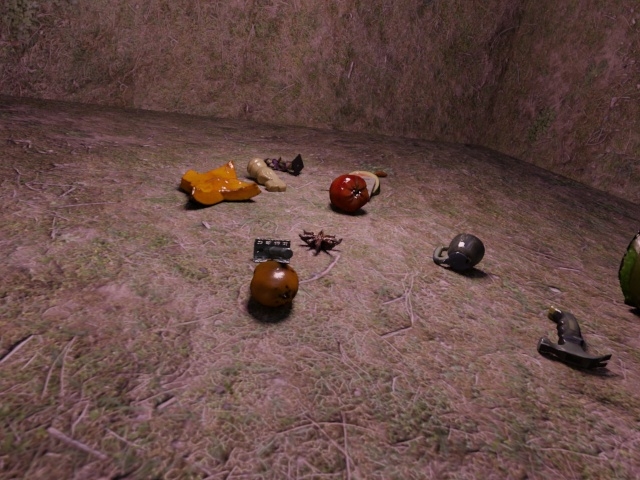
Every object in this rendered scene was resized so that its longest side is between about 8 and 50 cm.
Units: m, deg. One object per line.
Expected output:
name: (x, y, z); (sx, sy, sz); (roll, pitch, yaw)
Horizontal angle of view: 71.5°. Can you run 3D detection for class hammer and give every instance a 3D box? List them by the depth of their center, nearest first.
hammer: (0.627, 0.238, 1.123); (0.159, 0.041, 0.226); (17, 24, 15)

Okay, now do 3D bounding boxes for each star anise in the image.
star anise: (0.001, 0.001, 1.406); (0.141, 0.042, 0.141); (6, 22, -2)

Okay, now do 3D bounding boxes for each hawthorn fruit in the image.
hawthorn fruit: (0.097, -0.191, 1.788); (0.163, 0.162, 0.203); (-1, 7, -25)

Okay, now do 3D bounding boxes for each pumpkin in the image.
pumpkin: (-0.399, -0.212, 1.664); (0.290, 0.095, 0.258); (-14, 37, -37)

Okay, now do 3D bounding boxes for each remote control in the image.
remote control: (0.194, -0.239, 2.001); (0.088, 0.029, 0.190); (9, 35, 14)

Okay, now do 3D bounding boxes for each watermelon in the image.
watermelon: (0.218, -0.275, 2.125); (0.119, 0.063, 0.245); (-17, 39, -19)

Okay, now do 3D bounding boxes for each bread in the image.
bread: (1.065, 0.059, 1.295); (0.366, 0.381, 0.129); (14, 16, -24)

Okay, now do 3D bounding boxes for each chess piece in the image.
chess piece: (-0.229, -0.270, 1.904); (0.090, 0.090, 0.200); (-11, 42, -40)

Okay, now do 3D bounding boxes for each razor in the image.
razor: (-0.110, 0.032, 1.163); (0.106, 0.068, 0.232); (3, 0, -15)

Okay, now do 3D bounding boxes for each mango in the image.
mango: (-0.110, 0.100, 1.080); (0.115, 0.090, 0.178); (0, 16, -3)

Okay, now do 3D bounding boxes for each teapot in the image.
teapot: (0.441, 0.038, 1.429); (0.149, 0.111, 0.108); (27, 42, 23)

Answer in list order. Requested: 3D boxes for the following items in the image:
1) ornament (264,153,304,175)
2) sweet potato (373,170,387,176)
ornament: (-0.191, -0.366, 2.149); (0.203, 0.088, 0.081); (7, 44, 23)
sweet potato: (0.320, -0.354, 2.372); (0.095, 0.034, 0.034); (7, 21, -34)
